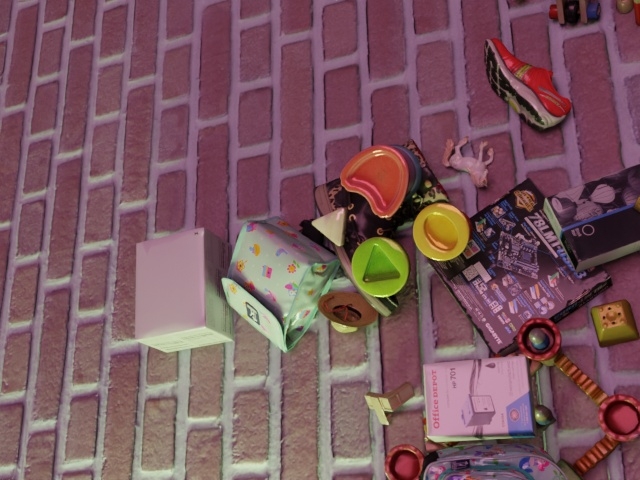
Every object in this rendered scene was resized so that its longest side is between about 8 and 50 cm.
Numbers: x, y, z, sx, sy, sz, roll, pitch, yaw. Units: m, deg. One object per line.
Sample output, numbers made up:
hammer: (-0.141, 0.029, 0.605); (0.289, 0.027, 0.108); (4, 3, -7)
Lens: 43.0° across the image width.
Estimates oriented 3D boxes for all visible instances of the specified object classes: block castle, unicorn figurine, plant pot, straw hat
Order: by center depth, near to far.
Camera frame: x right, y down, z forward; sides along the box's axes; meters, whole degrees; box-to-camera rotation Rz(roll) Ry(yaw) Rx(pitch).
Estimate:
block castle: (0.373, 0.396, 1.585); (0.453, 0.213, 0.303); (-44, 60, 4)
plant pot: (0.594, 0.162, 1.646); (0.081, 0.083, 0.081); (-16, 65, 17)
straw hat: (0.059, 0.181, 1.891); (0.144, 0.144, 0.061); (32, 127, 30)
unicorn figurine: (0.357, -0.183, 1.903); (0.162, 0.060, 0.111); (16, 79, 45)

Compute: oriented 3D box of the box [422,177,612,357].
box: (0.422, 0.059, 1.767); (0.293, 0.073, 0.295); (-35, 62, 5)

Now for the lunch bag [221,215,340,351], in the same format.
lunch bag: (-0.109, 0.107, 1.940); (0.223, 0.160, 0.262); (35, 113, 27)

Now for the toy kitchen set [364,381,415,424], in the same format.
toy kitchen set: (0.159, 0.361, 1.805); (0.083, 0.075, 0.068); (-8, 107, 56)

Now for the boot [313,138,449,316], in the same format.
boot: (0.167, -0.040, 1.890); (0.284, 0.138, 0.377); (-31, 56, 11)

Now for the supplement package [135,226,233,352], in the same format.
supplement package: (-0.343, 0.128, 2.047); (0.204, 0.145, 0.262); (-12, 66, 20)

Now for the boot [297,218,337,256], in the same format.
boot: (0.001, 0.000, 1.978); (0.121, 0.045, 0.099); (9, 100, 32)

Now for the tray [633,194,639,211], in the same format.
tray: (0.840, -0.027, 1.552); (0.411, 0.076, 0.203); (40, 81, 20)

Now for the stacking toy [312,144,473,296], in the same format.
stacking toy: (0.164, -0.042, 1.791); (0.279, 0.130, 0.309); (-45, 77, 22)

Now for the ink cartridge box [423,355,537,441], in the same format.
ink cartridge box: (0.292, 0.293, 1.493); (0.190, 0.082, 0.140); (-8, 70, 16)

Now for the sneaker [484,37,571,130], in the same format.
sneaker: (0.483, -0.375, 1.905); (0.118, 0.107, 0.279); (-27, 64, -8)

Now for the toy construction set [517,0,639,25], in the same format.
toy construction set: (0.615, -0.637, 1.845); (0.257, 0.237, 0.309); (-49, 60, 1)

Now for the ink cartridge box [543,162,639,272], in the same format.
ink cartridge box: (0.650, -0.067, 1.677); (0.332, 0.065, 0.165); (-20, 63, 0)

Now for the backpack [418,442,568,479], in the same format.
backpack: (0.306, 0.462, 1.384); (0.253, 0.191, 0.225); (-6, 86, 0)
